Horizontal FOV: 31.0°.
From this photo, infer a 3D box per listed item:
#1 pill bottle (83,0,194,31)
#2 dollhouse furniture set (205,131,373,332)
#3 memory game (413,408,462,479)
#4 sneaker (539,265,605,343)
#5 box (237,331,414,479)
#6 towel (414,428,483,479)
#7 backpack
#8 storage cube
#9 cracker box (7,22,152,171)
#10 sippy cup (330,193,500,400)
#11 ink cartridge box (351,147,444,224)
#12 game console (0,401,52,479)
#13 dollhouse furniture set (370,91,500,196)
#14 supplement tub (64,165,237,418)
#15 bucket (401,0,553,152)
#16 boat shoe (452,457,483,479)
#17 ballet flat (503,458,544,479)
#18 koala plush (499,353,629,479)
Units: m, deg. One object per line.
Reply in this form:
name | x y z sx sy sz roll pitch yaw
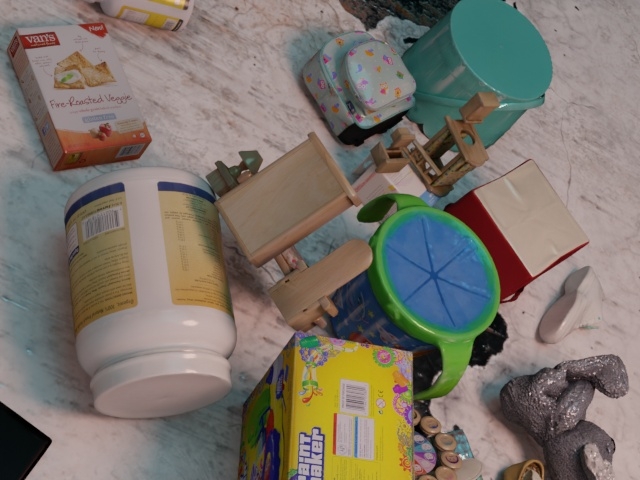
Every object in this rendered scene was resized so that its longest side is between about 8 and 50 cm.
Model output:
pill bottle | -0.315 -0.427 1.977 0.184 0.103 0.103 10 59 -27
dollhouse furniture set | 0.000 0.000 1.726 0.174 0.355 0.303 -34 69 4
memory game | 0.138 0.331 1.832 0.186 0.012 0.186 13 36 -10
sneaker | 0.487 0.140 2.163 0.094 0.080 0.212 52 48 -10
box | 0.000 0.326 1.612 0.177 0.279 0.289 11 58 -14
towel | 0.189 0.492 1.801 0.272 0.040 0.370 -7 68 -35
backpack | 0.069 -0.291 2.110 0.166 0.144 0.188 -29 78 -33
storage cube | 0.320 -0.003 2.063 0.184 0.193 0.215 -26 80 -38
cracker box | -0.387 -0.234 1.848 0.156 0.067 0.232 -13 71 -36
sippy cup | 0.134 0.095 1.873 0.240 0.224 0.305 32 52 -13
ink cartridge box | 0.132 -0.096 2.066 0.143 0.092 0.090 49 50 1
game console | -0.377 0.374 1.523 0.361 0.044 0.213 38 51 -8
dollhouse furniture set | 0.206 -0.160 1.968 0.161 0.182 0.101 -6 65 -38
supplement tub | -0.243 0.077 1.654 0.228 0.228 0.316 4 62 -29
bucket | 0.303 -0.325 2.241 0.281 0.183 0.281 15 57 -24
boat shoe | 0.217 0.392 1.832 0.046 0.038 0.125 21 37 29
ballet flat | 0.328 0.444 1.853 0.080 0.073 0.232 36 36 -21
koala plush | 0.419 0.330 1.948 0.203 0.196 0.221 -5 67 -21
